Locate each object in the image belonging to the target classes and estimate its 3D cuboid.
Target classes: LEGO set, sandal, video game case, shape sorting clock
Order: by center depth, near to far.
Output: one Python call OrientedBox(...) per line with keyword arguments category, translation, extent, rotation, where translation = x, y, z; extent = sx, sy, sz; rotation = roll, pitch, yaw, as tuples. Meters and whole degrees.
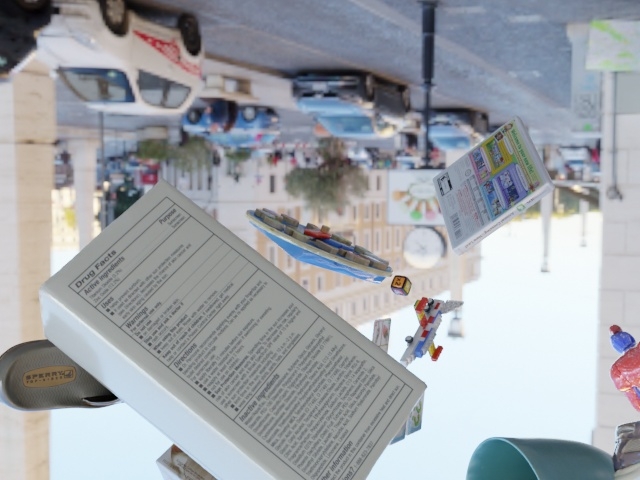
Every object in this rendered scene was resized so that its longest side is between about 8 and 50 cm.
OrientedBox(category="sandal", translation=(-0.202, 0.119, 0.806), extent=(0.219, 0.090, 0.060), rotation=(-4, -177, -29))
OrientedBox(category="shape sorting clock", translation=(0.000, 0.000, 1.072), extent=(0.206, 0.040, 0.206), rotation=(25, -171, -4))
OrientedBox(category="LEGO set", translation=(0.131, 0.170, 1.171), extent=(0.060, 0.244, 0.182), rotation=(8, -176, 33))
OrientedBox(category="video game case", translation=(0.287, -0.097, 1.411), extent=(0.023, 0.193, 0.212), rotation=(38, -153, -28))

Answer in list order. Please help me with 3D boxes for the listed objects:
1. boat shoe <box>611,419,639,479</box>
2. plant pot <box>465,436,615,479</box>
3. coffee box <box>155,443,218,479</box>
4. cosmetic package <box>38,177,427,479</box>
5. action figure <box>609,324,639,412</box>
OrientedBox(category="boat shoe", translation=(0.529, 0.262, 1.171), extent=(0.132, 0.130, 0.355), rotation=(6, 148, -24))
OrientedBox(category="plant pot", translation=(0.436, 0.492, 1.496), extent=(0.235, 0.293, 0.293), rotation=(-1, -176, -19))
OrientedBox(category="coffee box", translation=(-0.150, 0.363, 1.478), extent=(0.141, 0.098, 0.246), rotation=(23, -129, 33))
OrientedBox(category="cosmetic package", translation=(-0.080, 0.108, 0.743), extent=(0.160, 0.309, 0.113), rotation=(-47, 171, -32))
OrientedBox(category="action figure", translation=(0.375, 0.145, 0.878), extent=(0.091, 0.139, 0.280), rotation=(-45, 167, 17))
